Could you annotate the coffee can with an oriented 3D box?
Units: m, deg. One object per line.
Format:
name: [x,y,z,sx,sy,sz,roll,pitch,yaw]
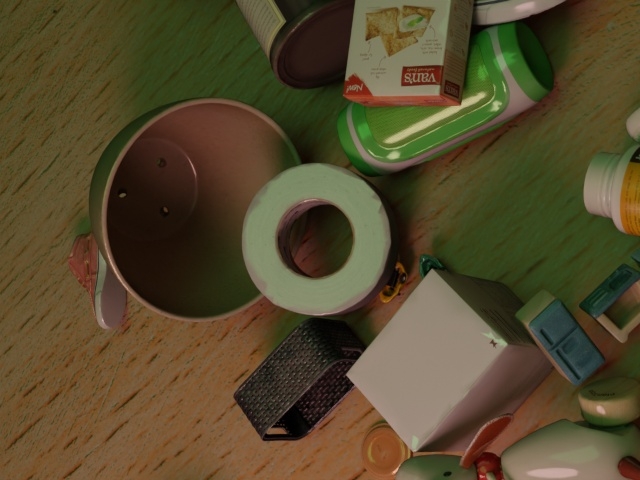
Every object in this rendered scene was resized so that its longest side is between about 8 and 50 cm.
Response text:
coffee can: [-0.038,-0.394,1.978,0.201,0.201,0.275,-40,64,22]

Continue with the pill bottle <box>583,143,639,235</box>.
pill bottle: [0.447,-0.057,1.665,0.215,0.117,0.117,12,90,33]

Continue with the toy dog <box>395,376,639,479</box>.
toy dog: [0.275,0.292,1.627,0.334,0.161,0.220,-33,99,1]

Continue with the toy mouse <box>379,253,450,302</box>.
toy mouse: [0.148,0.079,1.892,0.143,0.031,0.161,12,90,34]

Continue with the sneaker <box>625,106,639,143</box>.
sneaker: [0.522,-0.142,1.635,0.290,0.106,0.123,-13,74,30]

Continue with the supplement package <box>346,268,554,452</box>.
supplement package: [0.183,0.162,1.755,0.149,0.203,0.194,47,108,28]

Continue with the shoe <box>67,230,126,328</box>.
shoe: [-0.376,0.066,2.220,0.081,0.063,0.178,-13,71,32]

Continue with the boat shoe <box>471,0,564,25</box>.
boat shoe: [0.214,-0.358,1.832,0.302,0.109,0.094,3,124,43]

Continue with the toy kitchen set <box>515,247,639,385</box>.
toy kitchen set: [0.379,0.089,1.619,0.207,0.122,0.166,-43,27,-3]

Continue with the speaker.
speaker: [0.172,-0.195,1.860,0.297,0.131,0.131,-25,70,28]

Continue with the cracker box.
cracker box: [0.123,-0.300,1.795,0.156,0.067,0.232,3,84,35]

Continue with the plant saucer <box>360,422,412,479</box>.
plant saucer: [0.093,0.305,1.907,0.083,0.013,0.083,-6,79,32]

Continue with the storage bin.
storage bin: [-0.023,0.204,1.932,0.180,0.122,0.084,-46,62,19]

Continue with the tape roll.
tape roll: [0.000,0.000,1.896,0.219,0.072,0.219,-1,86,14]

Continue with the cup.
cup: [-0.219,-0.061,2.013,0.237,0.331,0.331,18,94,58]
